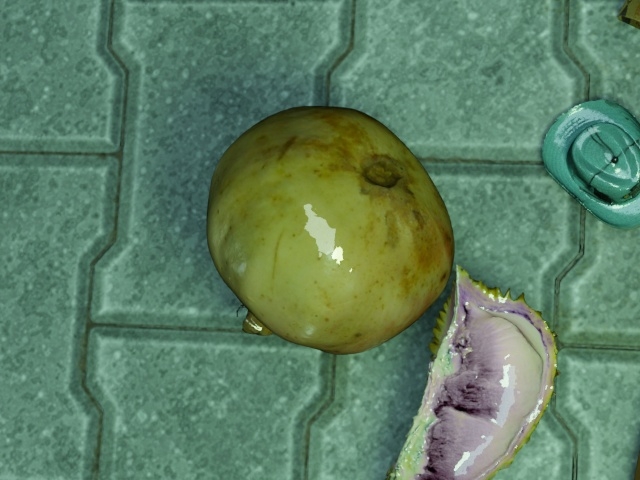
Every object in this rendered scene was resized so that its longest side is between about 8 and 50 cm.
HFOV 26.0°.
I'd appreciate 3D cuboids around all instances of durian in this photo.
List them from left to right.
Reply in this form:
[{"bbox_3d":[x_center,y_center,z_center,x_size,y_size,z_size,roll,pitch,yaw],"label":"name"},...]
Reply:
[{"bbox_3d":[0.199,0.205,1.834,0.191,0.112,0.341,12,100,-22],"label":"durian"}]

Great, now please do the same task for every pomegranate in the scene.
[{"bbox_3d":[0.000,0.000,1.808,0.338,0.338,0.338,-2,82,11],"label":"pomegranate"}]

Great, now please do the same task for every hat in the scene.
[{"bbox_3d":[0.385,-0.107,1.855,0.138,0.078,0.191,-42,77,1],"label":"hat"}]

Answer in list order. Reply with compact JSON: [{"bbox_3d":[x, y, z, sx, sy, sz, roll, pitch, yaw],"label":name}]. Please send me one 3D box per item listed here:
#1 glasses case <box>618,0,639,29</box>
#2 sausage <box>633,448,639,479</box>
[{"bbox_3d":[0.476,-0.366,1.894,0.064,0.041,0.170,29,89,14],"label":"glasses case"},{"bbox_3d":[0.469,0.298,1.761,0.136,0.120,0.241,10,84,-3],"label":"sausage"}]
